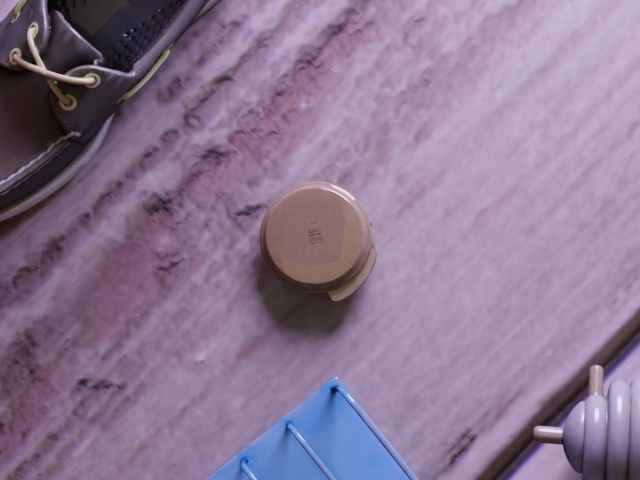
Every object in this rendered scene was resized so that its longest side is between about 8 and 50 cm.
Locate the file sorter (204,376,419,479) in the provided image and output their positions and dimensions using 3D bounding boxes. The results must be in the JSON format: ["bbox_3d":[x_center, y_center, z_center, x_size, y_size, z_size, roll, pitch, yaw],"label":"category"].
[{"bbox_3d":[-0.018,0.186,1.079,0.170,0.104,0.118,-38,86,-5],"label":"file sorter"}]

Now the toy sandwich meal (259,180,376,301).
[{"bbox_3d":[0.000,0.000,1.138,0.085,0.029,0.085,-1,83,5],"label":"toy sandwich meal"}]

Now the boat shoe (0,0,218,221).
[{"bbox_3d":[-0.161,-0.135,1.112,0.109,0.091,0.305,43,84,2],"label":"boat shoe"}]

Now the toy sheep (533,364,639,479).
[{"bbox_3d":[0.209,0.131,1.104,0.132,0.091,0.091,0,84,12],"label":"toy sheep"}]
